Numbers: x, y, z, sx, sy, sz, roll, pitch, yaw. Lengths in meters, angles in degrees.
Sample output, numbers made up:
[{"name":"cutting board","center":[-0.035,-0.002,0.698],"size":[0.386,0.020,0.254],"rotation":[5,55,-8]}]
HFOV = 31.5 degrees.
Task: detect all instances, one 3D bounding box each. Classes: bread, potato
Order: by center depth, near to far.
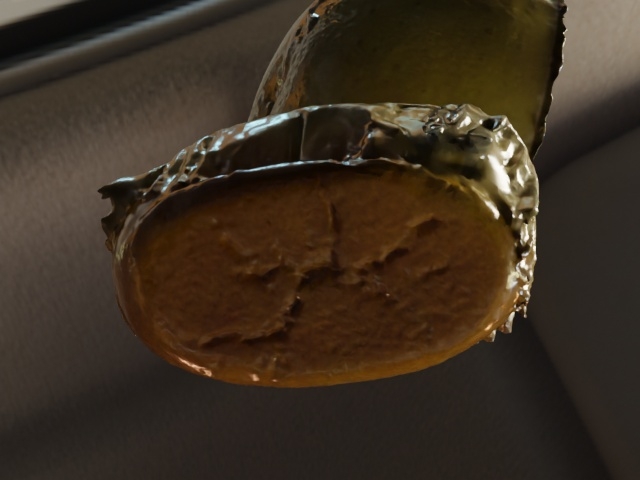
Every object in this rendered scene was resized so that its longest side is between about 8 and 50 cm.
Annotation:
[{"name":"bread","center":[0.005,0.010,1.019],"size":[0.388,0.236,0.183],"rotation":[-10,-145,17]},{"name":"potato","center":[0.077,-0.125,1.339],"size":[0.319,0.442,0.385],"rotation":[16,-164,-3]}]
